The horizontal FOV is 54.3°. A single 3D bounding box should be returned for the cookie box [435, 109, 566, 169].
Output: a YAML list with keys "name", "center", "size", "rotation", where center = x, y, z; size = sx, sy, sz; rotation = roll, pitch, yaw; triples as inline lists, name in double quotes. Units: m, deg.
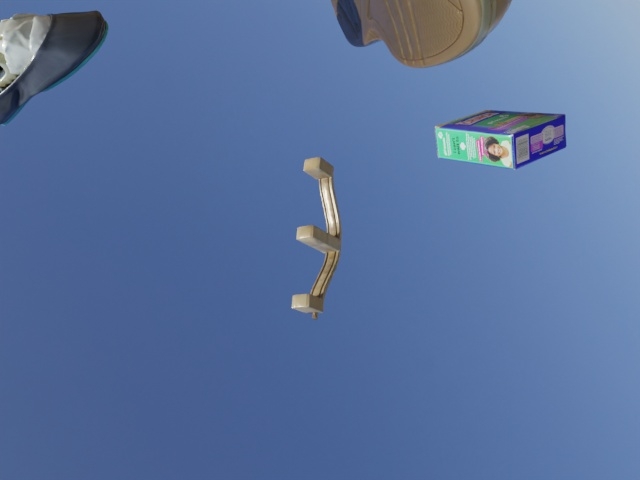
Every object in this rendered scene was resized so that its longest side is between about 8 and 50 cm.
- name: "cookie box"
  center: [0.196, -0.113, 0.684]
  size: [0.092, 0.107, 0.040]
  rotation: [-23, -66, -31]

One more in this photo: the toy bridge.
- name: "toy bridge"
  center: [0.000, 0.000, 0.731]
  size: [0.063, 0.026, 0.188]
  rotation: [28, -120, -51]

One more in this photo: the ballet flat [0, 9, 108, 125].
- name: "ballet flat"
  center: [-0.292, -0.171, 0.604]
  size: [0.074, 0.203, 0.074]
  rotation: [32, -132, -43]

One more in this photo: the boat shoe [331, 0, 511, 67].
- name: "boat shoe"
  center: [0.094, -0.240, 0.571]
  size: [0.341, 0.110, 0.122]
  rotation: [-121, 11, -65]
